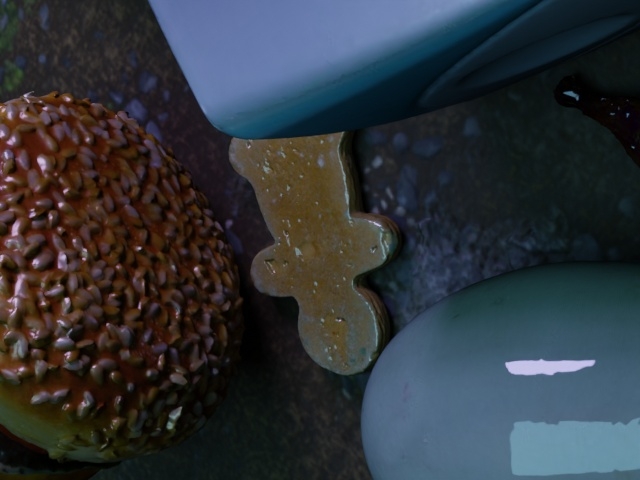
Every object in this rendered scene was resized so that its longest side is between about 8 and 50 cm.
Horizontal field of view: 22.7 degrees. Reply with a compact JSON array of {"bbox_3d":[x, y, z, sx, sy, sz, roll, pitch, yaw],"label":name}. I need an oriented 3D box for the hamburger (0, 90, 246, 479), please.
[{"bbox_3d":[-0.229,0.048,1.345,0.250,0.330,0.330,-34,79,41],"label":"hamburger"}]

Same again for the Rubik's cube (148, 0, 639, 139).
[{"bbox_3d":[0.082,-0.282,1.030,0.352,0.351,0.347,-22,86,35],"label":"Rubik's cube"}]

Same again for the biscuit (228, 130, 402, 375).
[{"bbox_3d":[0.000,0.000,1.347,0.153,0.030,0.234,-19,88,38],"label":"biscuit"}]

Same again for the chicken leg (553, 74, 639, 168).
[{"bbox_3d":[0.250,-0.052,1.146,0.205,0.053,0.093,61,141,15],"label":"chicken leg"}]

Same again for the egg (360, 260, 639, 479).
[{"bbox_3d":[0.200,0.127,1.102,0.371,0.230,0.230,-4,97,31],"label":"egg"}]
